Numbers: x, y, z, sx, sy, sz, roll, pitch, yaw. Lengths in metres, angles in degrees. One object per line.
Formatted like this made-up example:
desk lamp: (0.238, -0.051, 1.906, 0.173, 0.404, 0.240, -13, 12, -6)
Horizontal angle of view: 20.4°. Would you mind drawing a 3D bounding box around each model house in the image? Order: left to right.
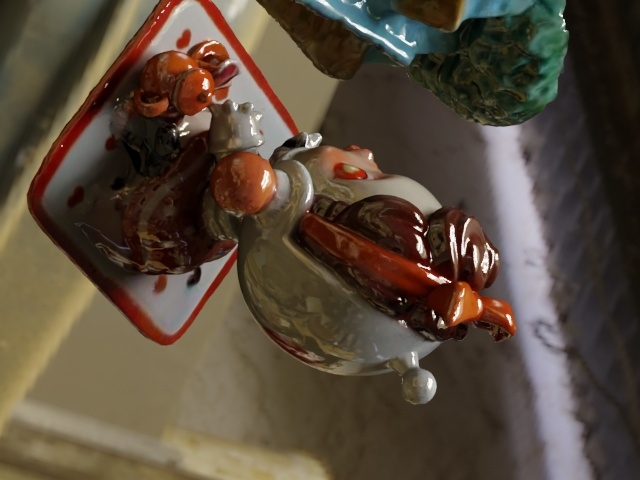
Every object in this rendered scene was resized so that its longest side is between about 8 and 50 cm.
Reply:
model house: (0.007, -0.199, 1.173, 0.261, 0.241, 0.226, 53, -39, 44)

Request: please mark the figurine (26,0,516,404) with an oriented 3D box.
figurine: (0.000, 0.000, 0.939, 0.226, 0.183, 0.160, 25, -106, 34)
